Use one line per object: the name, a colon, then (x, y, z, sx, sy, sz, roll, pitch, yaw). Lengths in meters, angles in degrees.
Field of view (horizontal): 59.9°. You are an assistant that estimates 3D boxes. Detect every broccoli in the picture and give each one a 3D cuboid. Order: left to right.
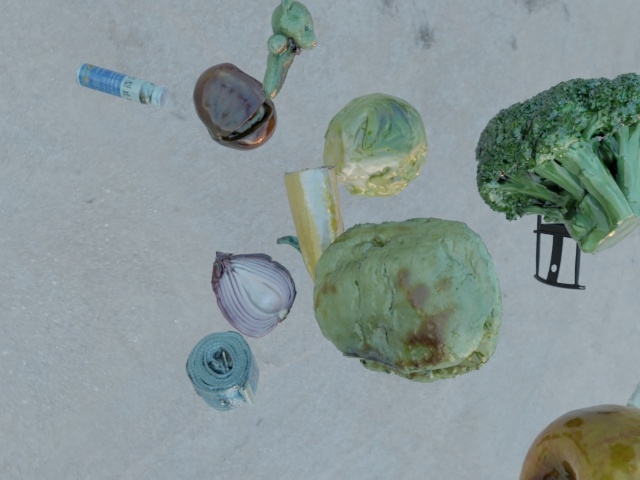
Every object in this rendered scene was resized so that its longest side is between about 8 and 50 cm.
broccoli: (0.332, -0.102, 0.733, 0.261, 0.269, 0.242, -6, 55, -27)

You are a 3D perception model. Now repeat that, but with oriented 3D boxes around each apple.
apple: (0.464, 0.402, 0.838, 0.275, 0.299, 0.299, 22, 76, -14)

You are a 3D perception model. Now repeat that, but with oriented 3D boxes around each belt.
belt: (-0.197, 0.266, 1.135, 0.163, 0.147, 0.082, -87, 163, -52)

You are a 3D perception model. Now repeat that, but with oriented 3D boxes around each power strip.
power strip: (0.834, 0.364, 1.421, 0.192, 0.035, 0.081, -49, 146, -17)

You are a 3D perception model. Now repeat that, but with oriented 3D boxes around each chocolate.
chocolate: (0.000, 0.000, 0.826, 0.085, 0.085, 0.219, -12, 95, -35)

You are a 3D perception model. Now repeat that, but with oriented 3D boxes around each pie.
pie: (0.095, 0.075, 0.666, 0.090, 0.247, 0.201, -5, 91, -53)

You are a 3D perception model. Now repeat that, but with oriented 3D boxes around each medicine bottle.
medicine bottle: (-0.411, -0.321, 1.158, 0.191, 0.051, 0.051, 18, 75, 7)

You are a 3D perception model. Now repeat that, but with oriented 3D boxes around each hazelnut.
hazelnut: (-0.244, -0.362, 1.543, 0.251, 0.217, 0.217, 50, 63, -31)

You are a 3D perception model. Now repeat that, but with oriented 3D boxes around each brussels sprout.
brussels sprout: (0.171, -0.292, 1.680, 0.344, 0.268, 0.344, 8, 71, -23)

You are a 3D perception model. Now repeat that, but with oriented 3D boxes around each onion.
onion: (-0.216, 0.136, 1.618, 0.283, 0.120, 0.227, 49, 65, -15)

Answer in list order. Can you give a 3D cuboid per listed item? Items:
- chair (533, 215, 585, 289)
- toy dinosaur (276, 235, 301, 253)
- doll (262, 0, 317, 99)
chair: (0.595, -0.026, 1.292, 0.141, 0.154, 0.260, -2, 98, -20)
toy dinosaur: (0.051, 0.063, 1.079, 0.120, 0.079, 0.292, -49, 116, -20)
doll: (-0.051, -0.287, 0.851, 0.077, 0.115, 0.150, 22, 102, 3)
